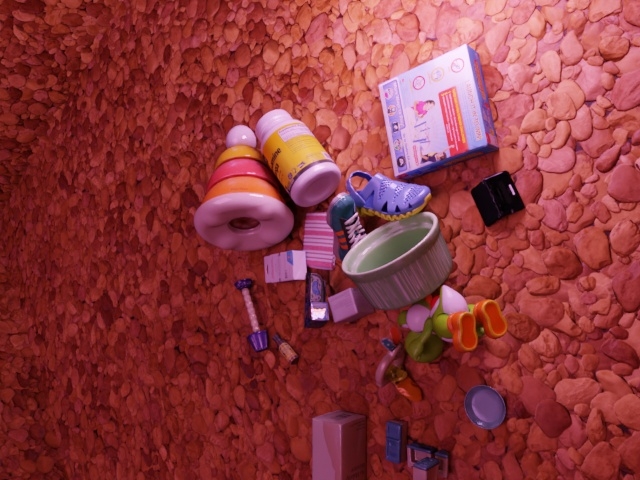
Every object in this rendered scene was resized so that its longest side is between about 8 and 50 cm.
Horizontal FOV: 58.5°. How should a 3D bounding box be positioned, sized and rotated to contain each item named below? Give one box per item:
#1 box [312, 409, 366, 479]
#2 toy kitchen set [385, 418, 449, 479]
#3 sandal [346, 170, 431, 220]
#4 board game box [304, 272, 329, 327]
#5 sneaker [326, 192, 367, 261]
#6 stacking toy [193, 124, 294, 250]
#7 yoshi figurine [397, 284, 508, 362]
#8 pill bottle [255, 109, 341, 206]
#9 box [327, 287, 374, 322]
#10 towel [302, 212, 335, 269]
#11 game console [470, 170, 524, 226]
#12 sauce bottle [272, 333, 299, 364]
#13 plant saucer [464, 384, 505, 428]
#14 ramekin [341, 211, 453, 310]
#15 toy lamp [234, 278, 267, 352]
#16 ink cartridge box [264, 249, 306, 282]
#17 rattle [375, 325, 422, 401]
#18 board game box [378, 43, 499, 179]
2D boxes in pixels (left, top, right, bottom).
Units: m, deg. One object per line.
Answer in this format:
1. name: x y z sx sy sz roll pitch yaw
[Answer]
1. box: 0.060 0.719 1.827 0.121 0.148 0.311 -2 88 38
2. toy kitchen set: 0.255 0.614 1.659 0.207 0.166 0.122 1 88 39
3. sandal: 0.189 -0.143 1.741 0.317 0.126 0.138 3 127 42
4. board game box: -0.013 0.205 1.893 0.194 0.060 0.194 169 103 -81
5. sneaker: 0.101 -0.022 1.781 0.108 0.302 0.121 -40 56 -20
6. stacking toy: -0.278 -0.231 2.105 0.350 0.350 0.480 -27 53 35
7. yoshi figurine: 0.342 0.262 1.583 0.203 0.203 0.362 -61 16 -17
8. pill bottle: -0.088 -0.292 1.971 0.188 0.188 0.334 -49 59 26
9. box: 0.099 0.209 1.848 0.101 0.102 0.087 -29 67 34
10. towel: 0.000 0.000 1.989 0.144 0.029 0.197 5 90 42
11. game console: 0.495 -0.117 1.603 0.107 0.071 0.122 -21 73 5
12. sauce bottle: -0.129 0.391 2.061 0.128 0.042 0.042 42 113 31
13. plant saucer: 0.461 0.462 1.593 0.119 0.021 0.119 -2 86 38
14. ramekin: 0.227 0.063 1.630 0.303 0.303 0.148 -19 111 37
15. toy lamp: -0.257 0.283 2.150 0.080 0.080 0.274 -31 66 34
16. ink cartridge box: -0.127 0.097 2.051 0.180 0.060 0.104 -11 80 50
17. rattle: 0.242 0.370 1.690 0.143 0.130 0.199 46 132 43
18. board game box: 0.341 -0.369 1.693 0.302 0.086 0.308 -16 78 37
